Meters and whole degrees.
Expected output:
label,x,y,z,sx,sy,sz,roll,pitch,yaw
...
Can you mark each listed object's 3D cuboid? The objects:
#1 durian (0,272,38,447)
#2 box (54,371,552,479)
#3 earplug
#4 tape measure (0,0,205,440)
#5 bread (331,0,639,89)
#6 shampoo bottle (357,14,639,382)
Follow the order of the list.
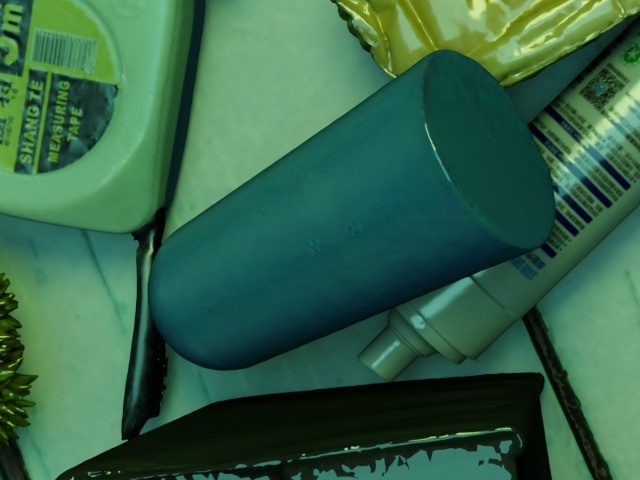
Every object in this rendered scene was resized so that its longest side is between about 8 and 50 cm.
label,x,y,z,sx,sy,sz,roll,pitch,yaw
durian,-0.307,0.076,1.089,0.200,0.176,0.237,-41,74,23
box,0.020,0.202,0.934,0.251,0.345,0.204,-8,89,11
earplug,0.000,0.000,0.996,0.273,0.132,0.132,-29,83,32
tape measure,-0.188,-0.048,1.108,0.215,0.098,0.351,10,98,9
bread,0.125,-0.198,1.018,0.250,0.133,0.179,-30,87,15
shampoo bottle,0.141,-0.017,1.036,0.092,0.092,0.303,45,99,9
